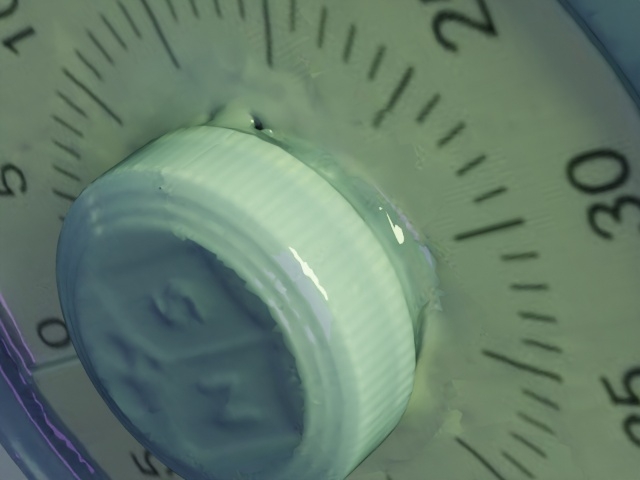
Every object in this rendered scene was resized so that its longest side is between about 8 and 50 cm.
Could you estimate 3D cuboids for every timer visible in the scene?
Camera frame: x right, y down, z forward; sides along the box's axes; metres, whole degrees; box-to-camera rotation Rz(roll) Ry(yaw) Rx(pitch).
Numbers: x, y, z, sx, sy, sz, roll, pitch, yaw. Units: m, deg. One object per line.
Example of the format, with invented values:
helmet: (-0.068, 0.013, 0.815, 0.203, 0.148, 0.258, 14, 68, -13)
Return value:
timer: (0.000, 0.000, 0.522, 0.395, 0.173, 0.395, 19, 128, 26)
